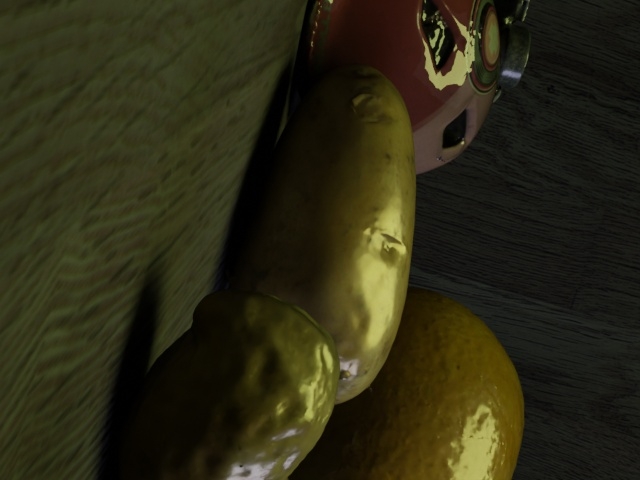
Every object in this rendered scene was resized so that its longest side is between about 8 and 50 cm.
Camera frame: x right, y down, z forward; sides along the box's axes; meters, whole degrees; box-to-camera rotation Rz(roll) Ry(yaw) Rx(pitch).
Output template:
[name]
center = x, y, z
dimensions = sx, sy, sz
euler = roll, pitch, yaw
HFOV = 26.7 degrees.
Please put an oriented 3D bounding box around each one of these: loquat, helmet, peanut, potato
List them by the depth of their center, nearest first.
[peanut]
center = -0.057, 0.133, 0.714
dimensions = 0.101, 0.117, 0.263
euler = -108, -154, -58
[potato]
center = 0.001, 0.001, 0.934
dimensions = 0.161, 0.128, 0.234
euler = -103, -155, -64
[helmet]
center = 0.069, -0.148, 1.053
dimensions = 0.253, 0.154, 0.198
euler = 109, 0, -62
[loquat]
center = 0.042, 0.173, 1.224
dimensions = 0.275, 0.275, 0.274
euler = 17, 90, -86

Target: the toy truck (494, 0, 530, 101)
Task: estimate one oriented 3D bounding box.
[toy truck]
center = 0.139, -0.312, 1.212
dimensions = 0.178, 0.177, 0.363
euler = -100, -157, -71
